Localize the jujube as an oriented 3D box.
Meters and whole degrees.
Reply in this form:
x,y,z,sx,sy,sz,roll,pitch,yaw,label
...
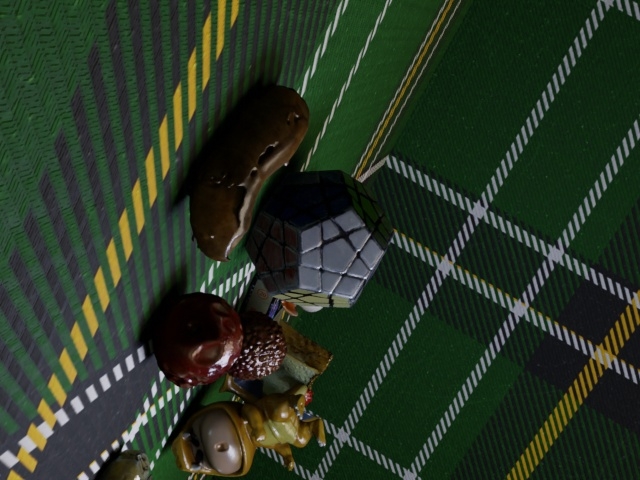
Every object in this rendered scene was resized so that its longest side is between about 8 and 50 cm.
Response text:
x,y,z,sx,sy,sz,roll,pitch,yaw,label
-0.220,0.182,1.419,0.155,0.155,0.230,-57,-178,-27,jujube

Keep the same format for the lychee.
x,y,z,sx,sy,sz,roll,pitch,yaw,label
-0.182,0.270,2.027,0.188,0.188,0.188,-59,174,-10,lychee

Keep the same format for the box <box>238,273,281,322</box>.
x,y,z,sx,sy,sz,roll,pitch,yaw,label
-0.145,0.167,2.213,0.198,0.084,0.310,-52,170,-50,box

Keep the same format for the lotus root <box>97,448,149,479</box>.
x,y,z,sx,sy,sz,roll,pitch,yaw,label
-0.416,0.514,1.658,0.192,0.088,0.113,-61,180,12,lotus root

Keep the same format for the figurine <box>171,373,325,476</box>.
x,y,z,sx,sy,sz,roll,pitch,yaw,label
-0.188,0.527,2.280,0.401,0.387,0.268,51,24,-53,figurine

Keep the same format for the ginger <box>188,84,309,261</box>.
x,y,z,sx,sy,sz,roll,pitch,yaw,label
-0.098,-0.118,1.165,0.309,0.107,0.133,-61,161,-20,ginger

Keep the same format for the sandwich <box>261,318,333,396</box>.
x,y,z,sx,sy,sz,roll,pitch,yaw,label
-0.123,0.370,2.470,0.099,0.271,0.301,-43,165,-38,sandwich

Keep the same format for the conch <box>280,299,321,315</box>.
x,y,z,sx,sy,sz,roll,pitch,yaw,label
-0.048,0.155,2.117,0.176,0.105,0.094,-31,112,-70,conch

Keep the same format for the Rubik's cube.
x,y,z,sx,sy,sz,roll,pitch,yaw,label
0.000,0.000,1.740,0.319,0.319,0.264,-56,146,-32,Rubik's cube

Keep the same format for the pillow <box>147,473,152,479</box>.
x,y,z,sx,sy,sz,roll,pitch,yaw,label
-0.505,0.714,2.127,0.217,0.033,0.130,-56,174,-31,pillow
